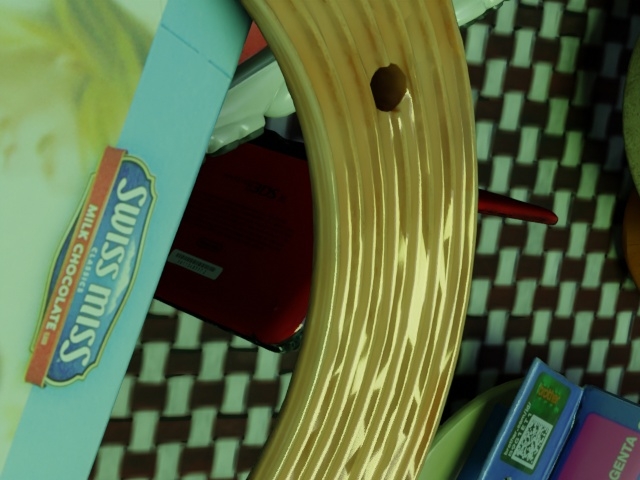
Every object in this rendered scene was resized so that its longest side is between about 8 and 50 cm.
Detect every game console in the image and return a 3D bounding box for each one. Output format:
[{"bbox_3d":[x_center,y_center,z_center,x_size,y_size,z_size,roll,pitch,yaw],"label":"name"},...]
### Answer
[{"bbox_3d":[0.000,0.000,0.768,0.124,0.144,0.085,-53,127,-14],"label":"game console"}]

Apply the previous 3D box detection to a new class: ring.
[{"bbox_3d":[-0.091,0.017,0.480,0.337,0.032,0.336,-14,113,-37],"label":"ring"}]

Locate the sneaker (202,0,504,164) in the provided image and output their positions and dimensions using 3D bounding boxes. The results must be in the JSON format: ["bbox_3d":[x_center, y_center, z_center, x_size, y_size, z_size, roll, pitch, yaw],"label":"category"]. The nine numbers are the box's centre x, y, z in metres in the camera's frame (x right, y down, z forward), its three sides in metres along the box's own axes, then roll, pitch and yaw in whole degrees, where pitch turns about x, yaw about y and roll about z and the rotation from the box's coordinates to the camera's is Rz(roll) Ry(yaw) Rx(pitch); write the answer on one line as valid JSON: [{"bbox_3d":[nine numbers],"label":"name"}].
[{"bbox_3d":[-0.011,-0.123,0.757,0.279,0.107,0.118,-33,111,-29],"label":"sneaker"}]

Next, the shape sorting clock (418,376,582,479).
[{"bbox_3d":[0.086,0.166,0.950,0.206,0.040,0.206,-24,124,-40],"label":"shape sorting clock"}]

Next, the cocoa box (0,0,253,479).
[{"bbox_3d":[-0.204,0.004,0.556,0.231,0.228,0.347,19,91,-40],"label":"cocoa box"}]

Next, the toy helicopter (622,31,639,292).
[{"bbox_3d":[0.257,-0.139,0.968,0.355,0.140,0.235,-50,119,-29],"label":"toy helicopter"}]

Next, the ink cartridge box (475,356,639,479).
[{"bbox_3d":[0.161,0.193,0.970,0.311,0.065,0.185,33,81,-49],"label":"ink cartridge box"}]
